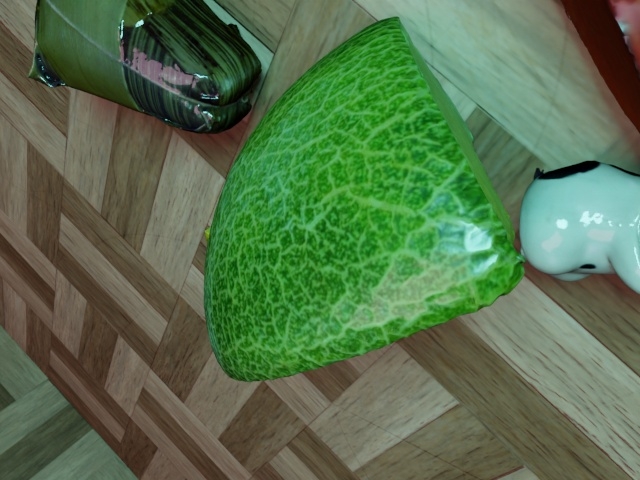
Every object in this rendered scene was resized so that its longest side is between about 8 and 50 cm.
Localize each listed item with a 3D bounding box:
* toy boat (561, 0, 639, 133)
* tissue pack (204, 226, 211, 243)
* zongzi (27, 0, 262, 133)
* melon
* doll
[{"bbox_3d":[0.211,-0.198,0.342,0.133,0.145,0.331,-28,100,20],"label":"toy boat"},{"bbox_3d":[-0.054,0.018,0.746,0.176,0.095,0.062,20,130,29],"label":"tissue pack"},{"bbox_3d":[-0.194,-0.298,0.621,0.290,0.154,0.317,21,125,20],"label":"zongzi"},{"bbox_3d":[0.000,0.000,0.538,0.344,0.226,0.331,-35,53,22],"label":"melon"},{"bbox_3d":[0.251,-0.007,0.452,0.181,0.110,0.106,13,86,37],"label":"doll"}]
